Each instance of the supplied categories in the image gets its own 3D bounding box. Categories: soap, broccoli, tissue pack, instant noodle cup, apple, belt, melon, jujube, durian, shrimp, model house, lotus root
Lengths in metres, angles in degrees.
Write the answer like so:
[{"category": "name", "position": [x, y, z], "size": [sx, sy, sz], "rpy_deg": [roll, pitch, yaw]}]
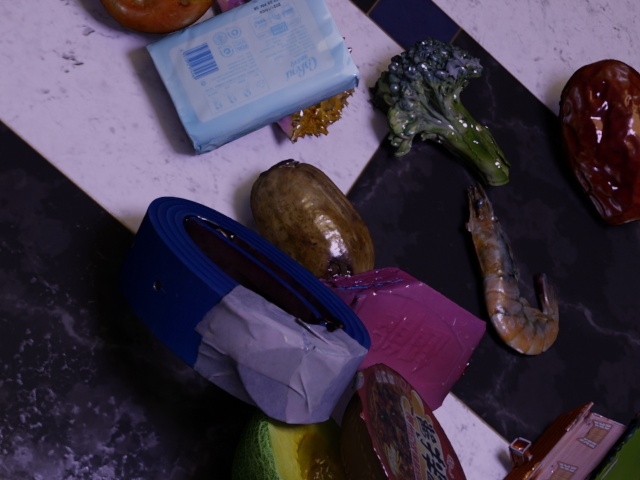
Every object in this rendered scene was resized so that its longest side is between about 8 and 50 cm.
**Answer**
[{"category": "soap", "position": [0.094, 0.124, 1.602], "size": [0.250, 0.099, 0.162], "rpy_deg": [30, 91, -37]}, {"category": "broccoli", "position": [0.201, -0.190, 1.881], "size": [0.198, 0.177, 0.275], "rpy_deg": [-31, 96, -45]}, {"category": "tissue pack", "position": [-0.096, -0.251, 1.682], "size": [0.263, 0.089, 0.177], "rpy_deg": [-24, 80, -6]}, {"category": "instant noodle cup", "position": [0.095, 0.296, 1.487], "size": [0.274, 0.090, 0.274], "rpy_deg": [50, 20, -25]}, {"category": "apple", "position": [-0.231, -0.400, 1.680], "size": [0.196, 0.196, 0.196], "rpy_deg": [15, 59, -26]}, {"category": "belt", "position": [-0.102, 0.080, 1.462], "size": [0.347, 0.117, 0.212], "rpy_deg": [38, 21, 21]}, {"category": "melon", "position": [-0.045, 0.296, 1.472], "size": [0.265, 0.129, 0.169], "rpy_deg": [32, 31, -51]}, {"category": "jujube", "position": [0.523, -0.175, 2.059], "size": [0.197, 0.197, 0.290], "rpy_deg": [-16, 90, -38]}, {"category": "durian", "position": [-0.040, -0.320, 1.810], "size": [0.191, 0.112, 0.341], "rpy_deg": [-16, 74, -36]}, {"category": "shrimp", "position": [0.315, 0.045, 1.893], "size": [0.169, 0.058, 0.296], "rpy_deg": [7, 64, -41]}, {"category": "model house", "position": [0.372, 0.367, 1.724], "size": [0.294, 0.154, 0.207], "rpy_deg": [-39, 133, -32]}, {"category": "lotus root", "position": [0.000, 0.000, 1.658], "size": [0.145, 0.128, 0.260], "rpy_deg": [-29, 85, -49]}]
